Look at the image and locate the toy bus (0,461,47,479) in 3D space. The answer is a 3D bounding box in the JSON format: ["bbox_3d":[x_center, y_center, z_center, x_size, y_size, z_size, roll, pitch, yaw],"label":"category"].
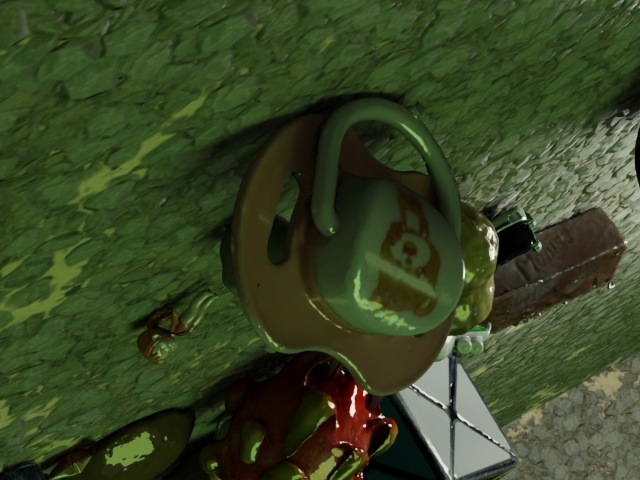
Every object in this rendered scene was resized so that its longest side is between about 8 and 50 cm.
[{"bbox_3d":[-0.418,0.350,1.912,0.065,0.047,0.166,-20,162,-44],"label":"toy bus"}]

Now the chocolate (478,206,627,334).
[{"bbox_3d":[0.338,0.045,2.229,0.321,0.112,0.112,-19,150,-30],"label":"chocolate"}]

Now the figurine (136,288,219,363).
[{"bbox_3d":[-0.161,0.092,1.620,0.109,0.047,0.064,-42,154,8],"label":"figurine"}]

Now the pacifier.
[{"bbox_3d":[0.018,0.016,1.410,0.273,0.220,0.332,-37,139,24],"label":"pacifier"}]

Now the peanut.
[{"bbox_3d":[0.156,0.039,1.832,0.152,0.152,0.313,-27,160,-12],"label":"peanut"}]

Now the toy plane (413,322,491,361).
[{"bbox_3d":[0.156,0.110,2.033,0.174,0.174,0.080,-13,130,-45],"label":"toy plane"}]

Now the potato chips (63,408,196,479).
[{"bbox_3d":[-0.264,0.315,2.047,0.208,0.062,0.195,-20,158,-26],"label":"potato chips"}]

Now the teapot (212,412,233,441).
[{"bbox_3d":[-0.074,0.286,2.253,0.107,0.077,0.200,-49,157,21],"label":"teapot"}]

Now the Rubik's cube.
[{"bbox_3d":[0.149,0.371,2.561,0.259,0.260,0.254,-44,157,30],"label":"Rubik's cube"}]

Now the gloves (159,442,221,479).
[{"bbox_3d":[-0.170,0.408,2.298,0.203,0.155,0.356,-33,-177,36],"label":"gloves"}]

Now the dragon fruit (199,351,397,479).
[{"bbox_3d":[-0.015,0.266,2.072,0.307,0.227,0.243,-30,155,-45],"label":"dragon fruit"}]

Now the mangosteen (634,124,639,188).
[{"bbox_3d":[0.541,-0.106,1.841,0.300,0.300,0.300,-28,163,-9],"label":"mangosteen"}]

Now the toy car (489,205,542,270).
[{"bbox_3d":[0.256,-0.001,2.025,0.095,0.056,0.205,-31,159,3],"label":"toy car"}]

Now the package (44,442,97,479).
[{"bbox_3d":[-0.336,0.301,1.932,0.083,0.029,0.059,-28,-173,-8],"label":"package"}]
